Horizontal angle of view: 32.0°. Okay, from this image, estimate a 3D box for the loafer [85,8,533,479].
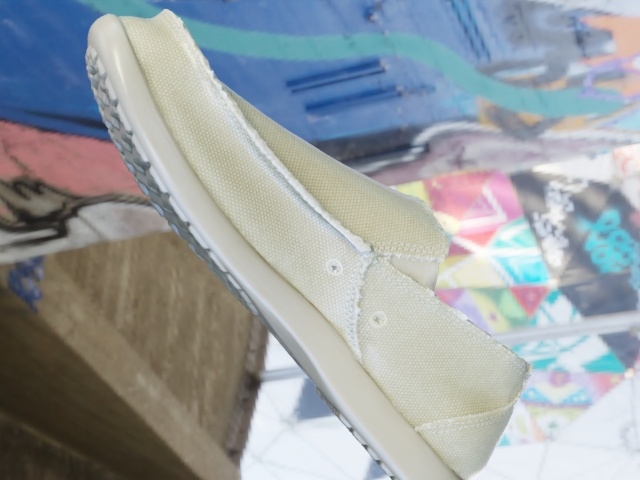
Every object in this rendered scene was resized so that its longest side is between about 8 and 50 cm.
[{"bbox_3d":[0.000,0.000,0.498,0.268,0.092,0.102,53,171,-18],"label":"loafer"}]
